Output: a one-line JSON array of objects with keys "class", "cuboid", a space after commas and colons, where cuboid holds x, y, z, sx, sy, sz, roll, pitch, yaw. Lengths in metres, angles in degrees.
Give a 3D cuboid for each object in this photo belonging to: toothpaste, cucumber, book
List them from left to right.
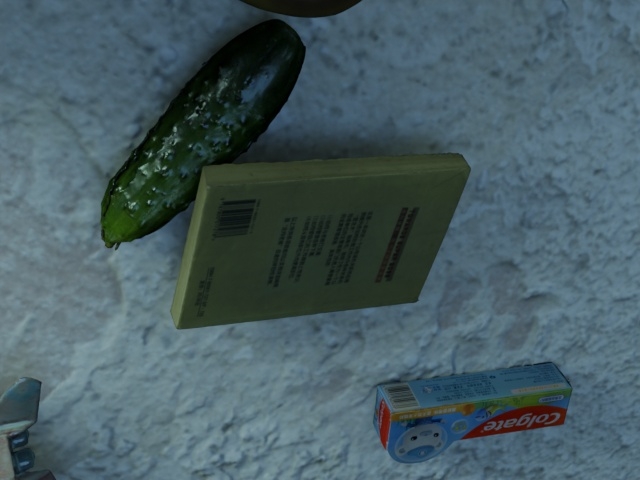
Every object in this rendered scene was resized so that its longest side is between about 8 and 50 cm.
[{"class": "cucumber", "cuboid": [-0.095, -0.075, 0.792, 0.069, 0.069, 0.227, 36, 106, -32]}, {"class": "book", "cuboid": [0.000, 0.000, 0.854, 0.230, 0.026, 0.161, -4, 134, -25]}, {"class": "toothpaste", "cuboid": [0.149, 0.171, 1.033, 0.193, 0.044, 0.070, -5, 122, -16]}]

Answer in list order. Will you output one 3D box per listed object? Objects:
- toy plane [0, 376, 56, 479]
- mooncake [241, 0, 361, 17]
[{"class": "toy plane", "cuboid": [-0.378, 0.204, 0.842, 0.326, 0.104, 0.223, -9, 121, -9]}, {"class": "mooncake", "cuboid": [-0.019, -0.263, 0.674, 0.234, 0.117, 0.235, -9, 124, -13]}]
